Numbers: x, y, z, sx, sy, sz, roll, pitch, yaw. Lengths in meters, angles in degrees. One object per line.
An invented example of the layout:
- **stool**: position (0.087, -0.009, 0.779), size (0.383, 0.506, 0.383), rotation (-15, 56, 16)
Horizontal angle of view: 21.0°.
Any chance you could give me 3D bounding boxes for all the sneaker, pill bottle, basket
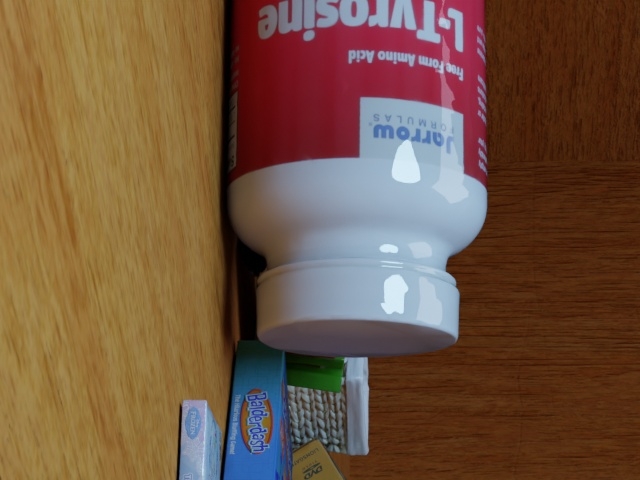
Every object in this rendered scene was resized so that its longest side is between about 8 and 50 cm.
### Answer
- **sneaker**: position (-0.056, -0.013, 1.606), size (0.069, 0.038, 0.098), rotation (-85, 173, -64)
- **pill bottle**: position (0.032, -0.112, 1.516), size (0.229, 0.229, 0.408), rotation (76, 13, -75)
- **basket**: position (0.005, 0.171, 2.074), size (0.167, 0.103, 0.113), rotation (84, 6, -49)

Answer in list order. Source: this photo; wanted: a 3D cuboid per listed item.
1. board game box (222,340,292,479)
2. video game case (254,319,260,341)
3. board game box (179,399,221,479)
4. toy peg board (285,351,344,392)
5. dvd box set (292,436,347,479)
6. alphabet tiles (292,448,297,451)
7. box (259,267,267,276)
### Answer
- **board game box**: position (-0.055, 0.217, 1.535), size (0.210, 0.047, 0.160), rotation (-88, 176, -49)
- **video game case**: position (-0.058, 0.131, 1.790), size (0.087, 0.011, 0.122), rotation (-88, 175, -47)
- **board game box**: position (-0.086, 0.169, 1.236), size (0.090, 0.020, 0.090), rotation (82, 8, -69)
- **toy peg board**: position (-0.009, 0.061, 1.680), size (0.161, 0.079, 0.161), rotation (-83, 180, -67)
- **dvd box set**: position (0.106, 0.460, 2.038), size (0.420, 0.062, 0.307), rotation (56, -3, 32)
- **alphabet tiles**: position (-0.027, 0.300, 2.296), size (0.342, 0.011, 0.285), rotation (85, 5, -49)
- **box**: position (0.000, 0.000, 1.881), size (0.182, 0.119, 0.181), rotation (81, 10, -67)
